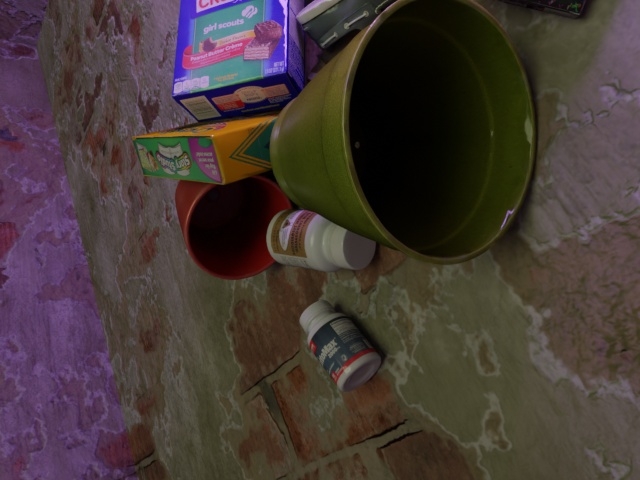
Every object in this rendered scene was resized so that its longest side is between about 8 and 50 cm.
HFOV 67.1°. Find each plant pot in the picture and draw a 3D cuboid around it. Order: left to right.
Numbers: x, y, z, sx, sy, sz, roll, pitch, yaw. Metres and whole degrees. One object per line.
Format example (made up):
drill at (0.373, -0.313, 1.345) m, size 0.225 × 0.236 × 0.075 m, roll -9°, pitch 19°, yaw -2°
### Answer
plant pot at (-0.238, -0.075, 1.211) m, size 0.243 × 0.274 × 0.275 m, roll 40°, pitch 120°, yaw 50°
plant pot at (0.092, -0.162, 0.809) m, size 0.352 × 0.366 × 0.367 m, roll 9°, pitch 98°, yaw 58°

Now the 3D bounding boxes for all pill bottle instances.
pill bottle at (0.000, 0.000, 1.036) m, size 0.229 × 0.131 × 0.131 m, roll 6°, pitch 96°, yaw 46°
pill bottle at (0.035, 0.218, 1.027) m, size 0.180 × 0.107 × 0.108 m, roll 48°, pitch 124°, yaw 35°

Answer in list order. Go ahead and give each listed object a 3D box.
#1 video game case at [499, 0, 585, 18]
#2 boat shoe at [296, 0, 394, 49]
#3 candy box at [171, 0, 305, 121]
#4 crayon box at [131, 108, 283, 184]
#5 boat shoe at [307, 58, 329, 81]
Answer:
video game case at (0.305, -0.461, 0.682) m, size 0.210 × 0.042 × 0.232 m, roll 19°, pitch 108°, yaw 11°
boat shoe at (0.095, -0.471, 0.966) m, size 0.319 × 0.116 × 0.099 m, roll -4°, pitch 132°, yaw 40°
candy box at (-0.176, -0.449, 1.081) m, size 0.267 × 0.122 × 0.318 m, roll -6°, pitch 70°, yaw 15°
crayon box at (-0.199, -0.224, 1.097) m, size 0.362 × 0.313 × 0.106 m, roll 11°, pitch 117°, yaw 46°
boat shoe at (0.042, -0.349, 1.029) m, size 0.190 × 0.068 × 0.072 m, roll 37°, pitch 106°, yaw 40°
